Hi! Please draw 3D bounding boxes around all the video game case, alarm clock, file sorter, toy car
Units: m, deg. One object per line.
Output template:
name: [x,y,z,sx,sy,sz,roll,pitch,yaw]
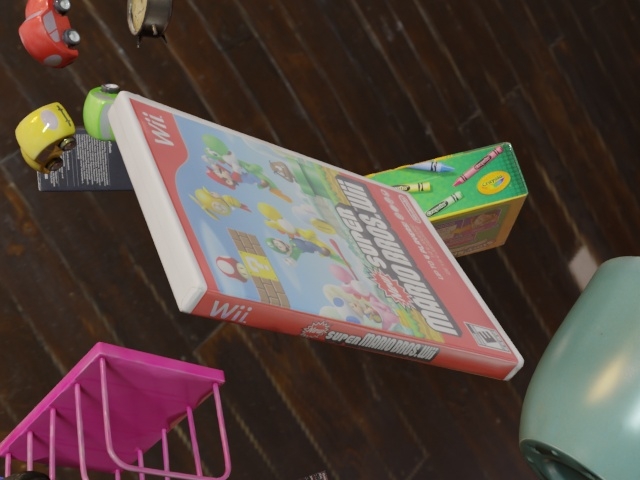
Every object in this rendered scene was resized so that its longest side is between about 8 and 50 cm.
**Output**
video game case: [0.000,0.000,0.698,0.285,0.025,0.204,16,32,-38]
alarm clock: [-0.316,-0.463,1.841,0.064,0.129,0.192,-2,88,-28]
file sorter: [-0.285,0.309,1.362,0.202,0.290,0.182,20,41,-36]
toy car: [-0.289,-0.166,1.170,0.053,0.225,0.239,-18,125,-48]

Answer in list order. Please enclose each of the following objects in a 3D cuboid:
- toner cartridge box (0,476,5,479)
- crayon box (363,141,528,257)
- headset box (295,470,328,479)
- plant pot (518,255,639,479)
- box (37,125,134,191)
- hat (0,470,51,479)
toner cartridge box: [-0.634,0.498,1.540,0.348,0.165,0.075,-53,143,-58]
crayon box: [0.112,-0.026,1.272,0.278,0.165,0.081,-14,69,-6]
headset box: [-0.028,0.464,1.863,0.083,0.062,0.032,-1,66,-51]
plant pot: [0.370,0.204,1.131,0.235,0.293,0.293,-47,109,-16]
box: [-0.358,-0.144,1.694,0.153,0.207,0.108,-31,121,-73]
hat: [-0.375,0.350,1.183,0.134,0.331,0.331,-36,102,-4]
